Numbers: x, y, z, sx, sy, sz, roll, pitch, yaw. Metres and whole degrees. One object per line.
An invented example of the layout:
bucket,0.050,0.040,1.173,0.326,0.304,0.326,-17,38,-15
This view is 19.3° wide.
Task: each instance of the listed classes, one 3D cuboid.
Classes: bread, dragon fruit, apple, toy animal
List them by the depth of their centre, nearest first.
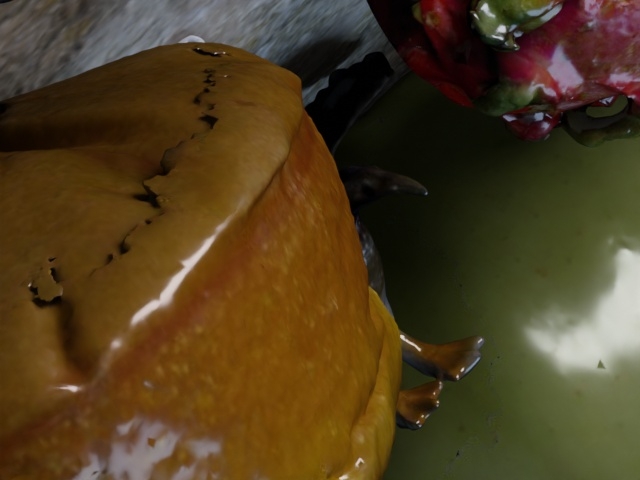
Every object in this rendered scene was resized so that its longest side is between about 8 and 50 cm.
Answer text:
bread,-0.077,0.033,0.560,0.195,0.143,0.270,-25,-165,17
dragon fruit,0.116,-0.126,0.798,0.172,0.160,0.166,-30,-160,21
toy animal,0.012,0.010,0.868,0.197,0.160,0.272,-8,-143,50
apple,0.114,0.075,1.110,0.357,0.357,0.357,-44,170,-10

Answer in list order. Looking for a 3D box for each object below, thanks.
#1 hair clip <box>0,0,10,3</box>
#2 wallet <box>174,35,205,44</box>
hair clip,-0.111,-0.056,0.472,0.358,0.095,0.110,-36,-154,-5
wallet,-0.055,-0.052,0.798,0.061,0.025,0.122,-52,169,3
